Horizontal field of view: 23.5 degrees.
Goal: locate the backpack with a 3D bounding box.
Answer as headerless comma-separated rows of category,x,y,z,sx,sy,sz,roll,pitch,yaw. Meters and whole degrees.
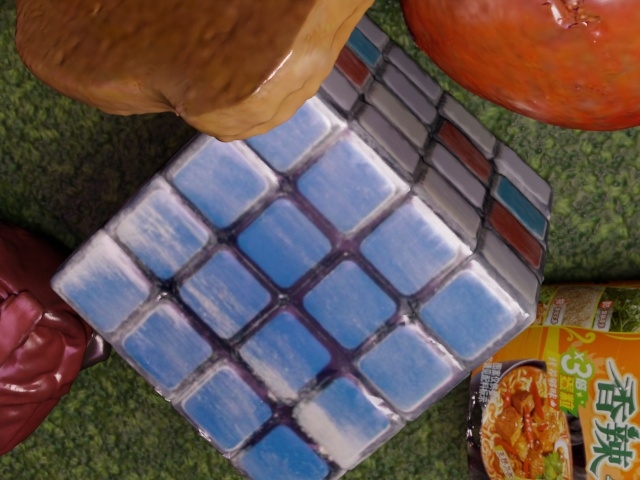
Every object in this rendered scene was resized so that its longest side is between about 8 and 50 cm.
backpack,-0.302,0.084,1.307,0.229,0.139,0.229,2,106,8

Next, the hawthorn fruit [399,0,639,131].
hawthorn fruit,0.156,-0.207,1.067,0.307,0.276,0.276,-2,111,38

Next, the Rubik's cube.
Rubik's cube,-0.001,0.001,1.158,0.259,0.253,0.256,44,112,-7

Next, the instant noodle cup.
instant noodle cup,0.221,0.127,1.186,0.182,0.230,0.230,5,110,21

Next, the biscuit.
biscuit,-0.055,-0.257,1.047,0.365,0.062,0.385,21,83,44
